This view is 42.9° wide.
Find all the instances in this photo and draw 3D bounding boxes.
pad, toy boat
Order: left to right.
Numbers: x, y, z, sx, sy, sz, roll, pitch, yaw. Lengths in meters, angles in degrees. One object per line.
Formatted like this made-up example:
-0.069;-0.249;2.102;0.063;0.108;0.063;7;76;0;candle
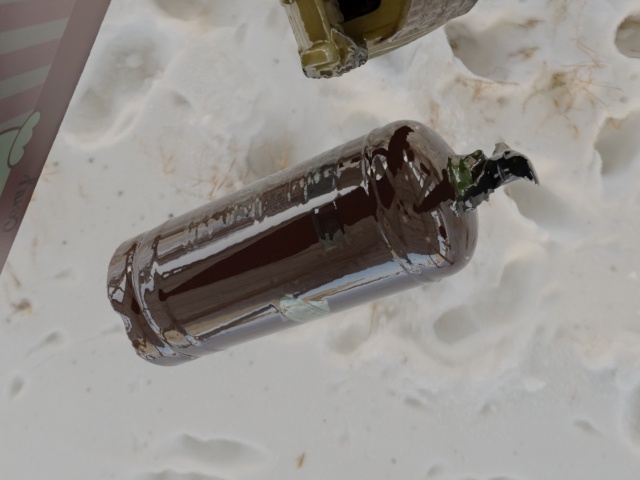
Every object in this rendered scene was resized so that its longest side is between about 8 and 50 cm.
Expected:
-0.182;0.007;0.390;0.005;0.202;0.299;29;112;-4;pad
0.053;-0.154;0.505;0.088;0.226;0.068;-14;102;40;toy boat

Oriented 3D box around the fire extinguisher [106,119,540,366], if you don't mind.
0.000;0.000;0.581;0.337;0.135;0.114;-21;101;26;fire extinguisher
